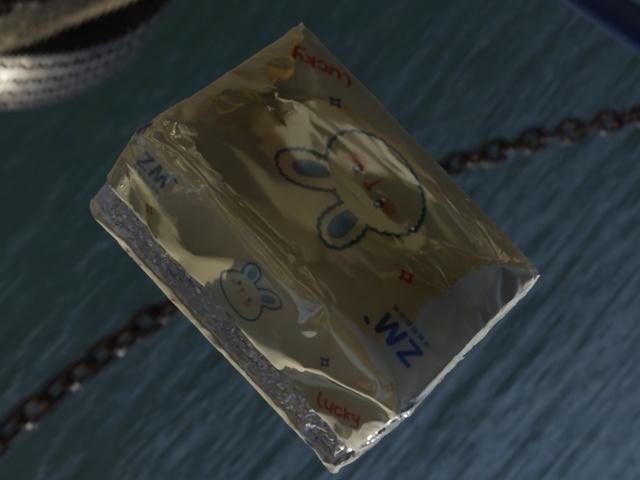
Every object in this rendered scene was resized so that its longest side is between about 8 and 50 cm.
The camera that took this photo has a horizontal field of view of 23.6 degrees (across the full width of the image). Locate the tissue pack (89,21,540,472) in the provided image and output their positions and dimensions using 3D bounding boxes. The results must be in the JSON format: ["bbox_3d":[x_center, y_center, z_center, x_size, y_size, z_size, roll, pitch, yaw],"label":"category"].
[{"bbox_3d":[0.000,0.000,0.809,0.148,0.196,0.092,-40,175,-40],"label":"tissue pack"}]
